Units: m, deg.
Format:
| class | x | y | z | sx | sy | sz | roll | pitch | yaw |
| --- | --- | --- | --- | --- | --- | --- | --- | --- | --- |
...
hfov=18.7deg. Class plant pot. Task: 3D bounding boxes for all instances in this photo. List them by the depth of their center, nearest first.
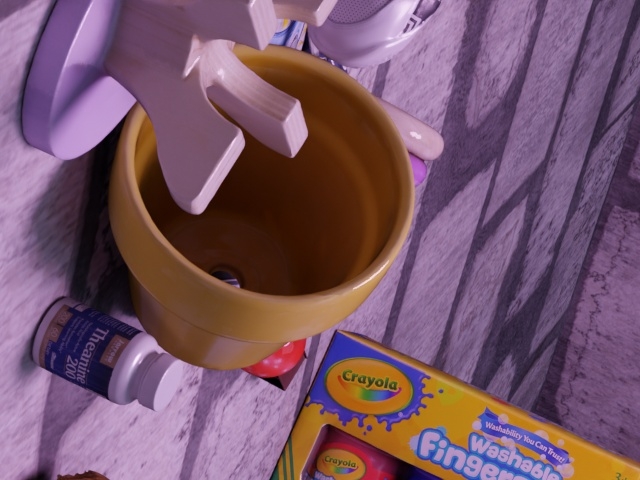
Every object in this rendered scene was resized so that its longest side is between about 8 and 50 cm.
| class | x | y | z | sx | sy | sz | roll | pitch | yaw |
| --- | --- | --- | --- | --- | --- | --- | --- | --- | --- |
| plant pot | -0.068 | -0.007 | 1.710 | 0.254 | 0.254 | 0.239 | -56 | 177 | -30 |

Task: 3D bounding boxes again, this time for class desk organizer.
| class | x | y | z | sx | sy | sz | roll | pitch | yaw |
| --- | --- | --- | --- | --- | --- | --- | --- | --- | --- |
| desk organizer | -0.054 | 0.125 | 2.255 | 0.050 | 0.047 | 0.130 | -58 | 162 | -17 |

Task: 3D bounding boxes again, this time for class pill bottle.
| class | x | y | z | sx | sy | sz | roll | pitch | yaw |
| --- | --- | --- | --- | --- | --- | --- | --- | --- | --- |
| pill bottle | -0.182 | 0.101 | 1.681 | 0.067 | 0.120 | 0.067 | -57 | 161 | -31 |

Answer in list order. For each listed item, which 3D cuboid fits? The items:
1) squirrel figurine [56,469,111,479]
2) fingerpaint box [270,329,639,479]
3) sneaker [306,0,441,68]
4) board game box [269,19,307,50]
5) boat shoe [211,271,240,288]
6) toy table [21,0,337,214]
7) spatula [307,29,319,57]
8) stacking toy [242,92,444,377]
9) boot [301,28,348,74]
| class | x | y | z | sx | sy | sz | roll | pitch | yaw |
| --- | --- | --- | --- | --- | --- | --- | --- | --- | --- |
| squirrel figurine | -0.244 | 0.430 | 1.820 | 0.370 | 0.281 | 0.397 | -51 | 146 | -14 |
| fingerpaint box | 0.158 | 0.374 | 2.565 | 0.371 | 0.444 | 0.163 | -66 | 163 | 2 |
| sneaker | 0.036 | -0.327 | 1.595 | 0.210 | 0.137 | 0.366 | 6 | 106 | -58 |
| board game box | -0.064 | -0.153 | 1.846 | 0.136 | 0.035 | 0.201 | -42 | 151 | -55 |
| boat shoe | -0.082 | 0.014 | 1.933 | 0.301 | 0.108 | 0.102 | -15 | 96 | -54 |
| toy table | -0.095 | -0.161 | 1.517 | 0.274 | 0.161 | 0.252 | -63 | 163 | -7 |
| spatula | 0.000 | -0.227 | 1.825 | 0.084 | 0.030 | 0.296 | -15 | 128 | -67 |
| stacking toy | 0.000 | 0.000 | 2.118 | 0.330 | 0.141 | 0.141 | -61 | 164 | 1 |
| boot | -0.006 | -0.134 | 1.972 | 0.086 | 0.069 | 0.190 | -78 | 170 | -52 |
